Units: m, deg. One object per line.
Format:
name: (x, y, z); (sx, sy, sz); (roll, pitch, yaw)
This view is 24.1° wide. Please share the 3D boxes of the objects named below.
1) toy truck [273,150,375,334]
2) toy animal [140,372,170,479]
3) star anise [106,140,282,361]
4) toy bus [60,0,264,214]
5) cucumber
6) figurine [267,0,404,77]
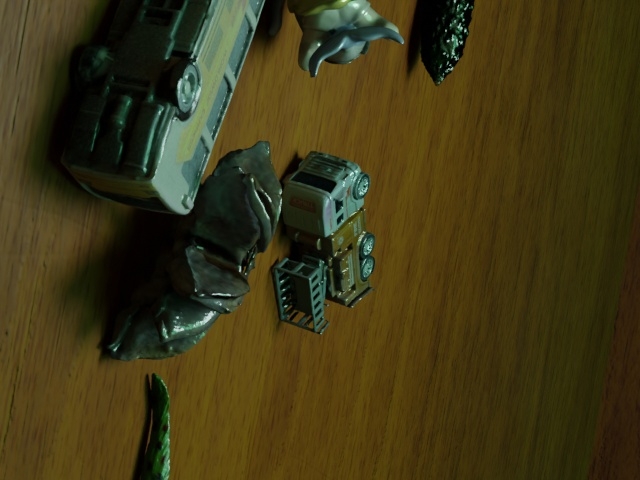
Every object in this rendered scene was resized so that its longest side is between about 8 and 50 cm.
toy truck: (-0.001, -0.001, 1.669); (0.115, 0.080, 0.177); (-44, 141, -40)
toy animal: (-0.150, 0.234, 1.460); (0.075, 0.041, 0.216); (0, 95, -66)
star anise: (-0.106, 0.016, 1.351); (0.236, 0.093, 0.229); (-54, -170, 6)
toy bus: (-0.118, -0.187, 1.291); (0.138, 0.097, 0.342); (65, 39, -65)
cucumber: (0.172, -0.345, 1.945); (0.072, 0.072, 0.300); (22, 79, -67)
figurine: (0.004, -0.250, 1.480); (0.183, 0.128, 0.208); (71, -5, -49)
